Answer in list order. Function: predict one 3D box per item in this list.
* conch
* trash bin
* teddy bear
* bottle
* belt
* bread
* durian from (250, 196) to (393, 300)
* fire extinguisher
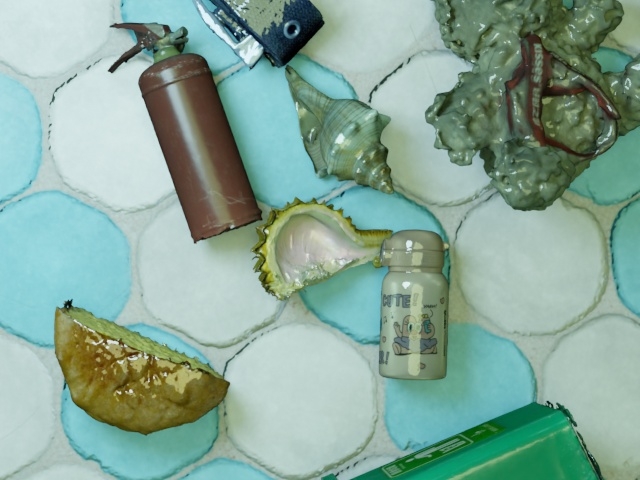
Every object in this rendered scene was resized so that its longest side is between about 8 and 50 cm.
[{"bbox_3d":[0.037,-0.142,1.903,0.114,0.234,0.137,-7,123,-26],"label":"conch"},{"bbox_3d":[0.198,0.400,1.833,0.381,0.259,0.295,-26,90,-5],"label":"trash bin"},{"bbox_3d":[0.283,-0.250,1.866,0.357,0.224,0.367,-33,89,-16],"label":"teddy bear"},{"bbox_3d":[0.125,0.089,1.907,0.110,0.097,0.209,1,89,-5],"label":"bottle"},{"bbox_3d":[-0.108,-0.339,1.889,0.128,0.122,0.218,-43,92,1],"label":"belt"},{"bbox_3d":[-0.265,0.193,1.879,0.260,0.129,0.134,27,90,0],"label":"bread"},{"bbox_3d":[-0.004,0.008,1.919,0.224,0.078,0.140,-7,86,-26],"label":"durian"},{"bbox_3d":[-0.201,-0.162,1.902,0.147,0.106,0.337,-20,89,22],"label":"fire extinguisher"}]
